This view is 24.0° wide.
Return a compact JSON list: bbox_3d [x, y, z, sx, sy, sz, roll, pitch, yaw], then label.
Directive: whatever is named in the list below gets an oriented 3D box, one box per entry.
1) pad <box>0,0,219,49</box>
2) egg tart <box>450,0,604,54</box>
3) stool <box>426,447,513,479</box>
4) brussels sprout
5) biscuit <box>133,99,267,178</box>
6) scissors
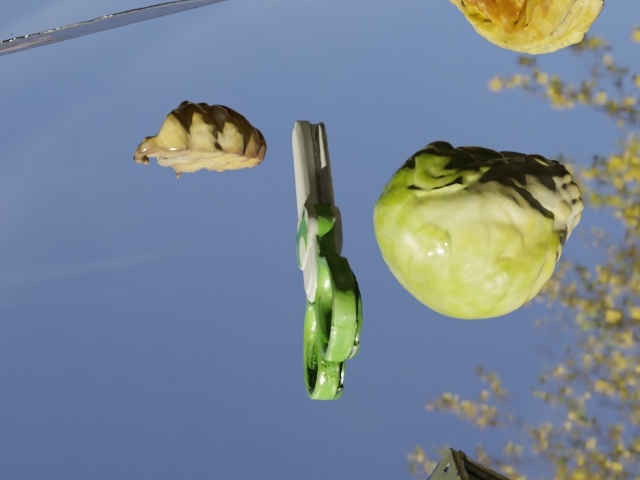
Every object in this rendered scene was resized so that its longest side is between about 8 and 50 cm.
[{"bbox_3d":[-0.244,-0.101,1.048,0.375,0.063,0.315,-11,-173,19],"label":"pad"},{"bbox_3d":[0.219,-0.384,1.692,0.150,0.352,0.352,-33,-134,-28],"label":"egg tart"},{"bbox_3d":[0.191,0.360,1.383,0.243,0.170,0.269,31,-168,-11],"label":"stool"},{"bbox_3d":[0.233,-0.015,2.292,0.316,0.273,0.242,-1,-151,-16],"label":"brussels sprout"},{"bbox_3d":[-0.112,-0.101,1.477,0.118,0.061,0.183,-3,175,5],"label":"biscuit"},{"bbox_3d":[0.000,0.000,0.978,0.027,0.101,0.204,3,-127,-13],"label":"scissors"}]
